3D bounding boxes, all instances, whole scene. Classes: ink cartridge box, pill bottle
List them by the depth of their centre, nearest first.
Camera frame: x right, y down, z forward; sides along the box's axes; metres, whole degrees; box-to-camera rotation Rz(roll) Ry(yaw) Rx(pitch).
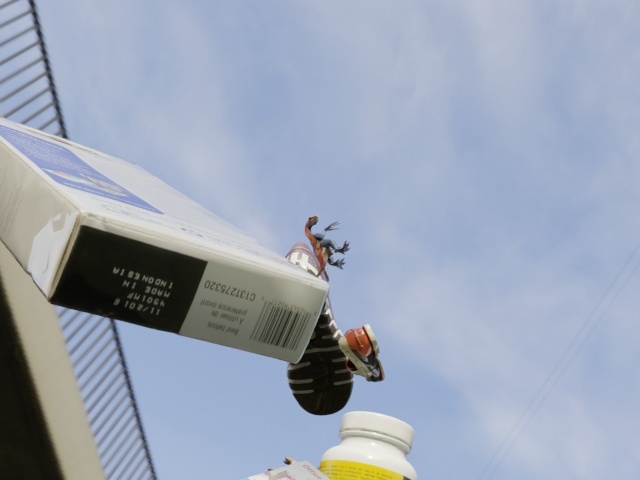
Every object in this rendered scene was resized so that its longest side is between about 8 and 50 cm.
[{"bbox_3d":[-0.160,-0.020,0.694,0.176,0.371,0.069,18,-82,-34],"label":"ink cartridge box"},{"bbox_3d":[-0.039,0.311,1.082,0.089,0.123,0.052,29,-66,43],"label":"ink cartridge box"},{"bbox_3d":[0.074,0.496,1.709,0.188,0.333,0.188,12,-25,6],"label":"pill bottle"}]

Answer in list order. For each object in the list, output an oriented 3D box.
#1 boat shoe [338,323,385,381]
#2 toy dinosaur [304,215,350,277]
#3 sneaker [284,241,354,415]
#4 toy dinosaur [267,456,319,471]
[{"bbox_3d":[0.050,0.144,1.139,0.043,0.049,0.137,-25,-28,-5],"label":"boat shoe"},{"bbox_3d":[0.000,0.000,1.145,0.082,0.090,0.047,28,-58,34],"label":"toy dinosaur"},{"bbox_3d":[-0.004,0.128,1.482,0.107,0.162,0.281,-6,-63,7],"label":"sneaker"},{"bbox_3d":[-0.052,0.578,1.944,0.127,0.200,0.296,26,-43,-25],"label":"toy dinosaur"}]
